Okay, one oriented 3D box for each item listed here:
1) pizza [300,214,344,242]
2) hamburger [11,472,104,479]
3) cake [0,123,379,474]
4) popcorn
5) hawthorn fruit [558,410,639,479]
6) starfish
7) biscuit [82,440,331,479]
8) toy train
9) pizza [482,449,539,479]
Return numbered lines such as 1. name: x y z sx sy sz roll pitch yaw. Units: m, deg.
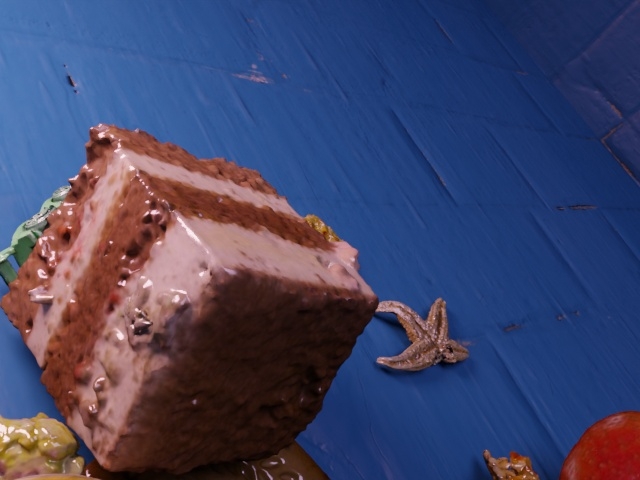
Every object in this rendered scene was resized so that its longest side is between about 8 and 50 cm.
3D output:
1. pizza: 0.000 0.000 1.226 0.160 0.036 0.099 46 34 5
2. hamburger: -0.212 0.321 0.525 0.276 0.179 0.294 27 39 -7
3. cake: -0.138 0.061 0.763 0.282 0.256 0.290 14 19 -46
4. popcorn: -0.281 0.211 0.674 0.109 0.089 0.097 23 73 -12
5. hawthorn fruit: 0.482 0.421 1.029 0.285 0.285 0.369 46 29 4
6. starfish: 0.169 0.153 1.220 0.247 0.050 0.138 5 47 -46
7. biscuit: -0.097 0.326 0.766 0.359 0.046 0.359 28 36 -23
8. toy train: -0.322 0.002 0.862 0.149 0.081 0.099 -88 156 -60
9. pizza: 0.327 0.436 0.997 0.288 0.074 0.251 -108 176 -78
